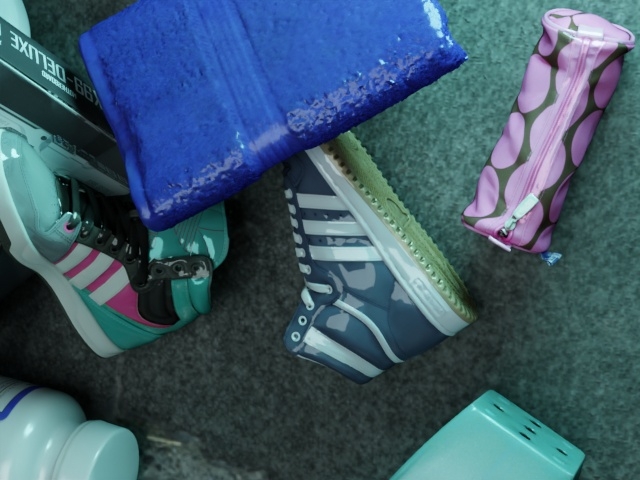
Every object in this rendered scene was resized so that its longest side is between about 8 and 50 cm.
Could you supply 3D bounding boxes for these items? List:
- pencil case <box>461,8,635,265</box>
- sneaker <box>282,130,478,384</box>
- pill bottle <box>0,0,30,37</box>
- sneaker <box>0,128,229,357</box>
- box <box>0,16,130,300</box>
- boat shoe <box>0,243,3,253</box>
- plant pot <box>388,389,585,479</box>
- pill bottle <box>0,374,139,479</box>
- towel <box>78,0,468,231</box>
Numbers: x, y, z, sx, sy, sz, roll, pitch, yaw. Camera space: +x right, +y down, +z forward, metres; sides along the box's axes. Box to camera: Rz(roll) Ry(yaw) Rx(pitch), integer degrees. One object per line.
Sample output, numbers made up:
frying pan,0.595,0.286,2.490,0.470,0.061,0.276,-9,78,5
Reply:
pencil case,0.193,-0.091,1.210,0.095,0.098,0.209,23,105,16
sneaker,0.000,0.000,1.296,0.153,0.099,0.282,-38,87,20
pill bottle,-0.427,-0.182,1.402,0.264,0.146,0.146,-23,90,22
sneaker,-0.176,-0.010,1.298,0.179,0.295,0.123,-18,50,9
box,-0.348,-0.060,1.354,0.307,0.076,0.242,-37,129,21
boat shoe,-0.351,0.087,1.315,0.091,0.114,0.302,36,108,16
plant pot,0.121,0.259,1.264,0.166,0.165,0.234,34,101,13
pill bottle,-0.326,0.211,1.424,0.272,0.152,0.152,12,102,18
towel,-0.046,-0.159,1.237,0.308,0.076,0.227,-29,60,10
